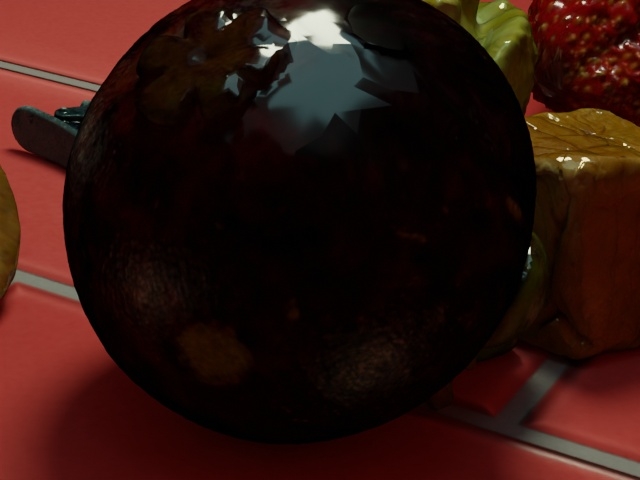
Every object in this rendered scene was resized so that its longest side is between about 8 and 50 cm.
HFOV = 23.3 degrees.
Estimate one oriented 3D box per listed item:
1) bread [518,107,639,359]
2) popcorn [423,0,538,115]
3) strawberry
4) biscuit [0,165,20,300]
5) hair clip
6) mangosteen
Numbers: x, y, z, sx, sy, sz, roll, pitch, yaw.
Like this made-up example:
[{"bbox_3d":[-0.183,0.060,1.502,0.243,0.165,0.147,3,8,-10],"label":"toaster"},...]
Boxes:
[{"bbox_3d":[0.187,-0.010,1.144,0.143,0.158,0.149,-13,25,-30],"label":"bread"},{"bbox_3d":[0.038,-0.120,1.266,0.282,0.247,0.282,15,18,-5],"label":"popcorn"},{"bbox_3d":[0.313,-0.215,1.530,0.288,0.239,0.250,-25,32,-31],"label":"strawberry"},{"bbox_3d":[-0.314,-0.010,1.089,0.204,0.040,0.309,36,33,-9],"label":"biscuit"},{"bbox_3d":[-0.187,-0.056,1.319,0.083,0.048,0.275,-3,26,-26],"label":"hair clip"},{"bbox_3d":[0.000,0.000,1.003,0.306,0.359,0.306,-15,45,16],"label":"mangosteen"}]
